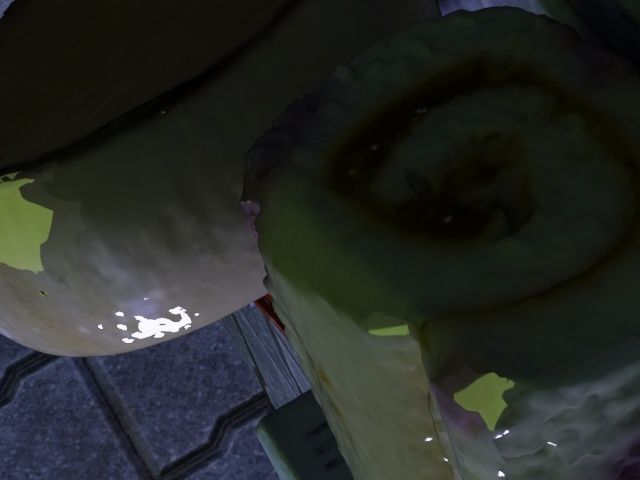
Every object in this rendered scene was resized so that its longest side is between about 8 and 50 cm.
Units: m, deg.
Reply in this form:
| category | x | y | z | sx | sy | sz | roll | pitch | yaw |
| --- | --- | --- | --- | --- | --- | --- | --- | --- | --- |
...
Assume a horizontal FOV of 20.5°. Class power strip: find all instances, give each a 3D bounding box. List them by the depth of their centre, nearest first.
| category | x | y | z | sx | sy | sz | roll | pitch | yaw |
| --- | --- | --- | --- | --- | --- | --- | --- | --- | --- |
| power strip | 0.040 | 0.186 | 1.468 | 0.224 | 0.140 | 0.139 | 52 | 170 | 43 |

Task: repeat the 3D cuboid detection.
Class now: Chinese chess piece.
| category | x | y | z | sx | sy | sz | roll | pitch | yaw |
| --- | --- | --- | --- | --- | --- | --- | --- | --- | --- |
| Chinese chess piece | -0.068 | -0.062 | 0.793 | 0.104 | 0.257 | 0.257 | 57 | 174 | -28 |

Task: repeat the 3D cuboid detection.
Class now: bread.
| category | x | y | z | sx | sy | sz | roll | pitch | yaw |
| --- | --- | --- | --- | --- | --- | --- | --- | --- | --- |
| bread | 0.100 | 0.087 | 0.669 | 0.187 | 0.155 | 0.338 | 41 | 159 | 44 |

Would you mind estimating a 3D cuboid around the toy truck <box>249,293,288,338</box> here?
| category | x | y | z | sx | sy | sz | roll | pitch | yaw |
| --- | --- | --- | --- | --- | --- | --- | --- | --- | --- |
| toy truck | 0.000 | 0.000 | 1.152 | 0.114 | 0.107 | 0.252 | 64 | 169 | -26 |
